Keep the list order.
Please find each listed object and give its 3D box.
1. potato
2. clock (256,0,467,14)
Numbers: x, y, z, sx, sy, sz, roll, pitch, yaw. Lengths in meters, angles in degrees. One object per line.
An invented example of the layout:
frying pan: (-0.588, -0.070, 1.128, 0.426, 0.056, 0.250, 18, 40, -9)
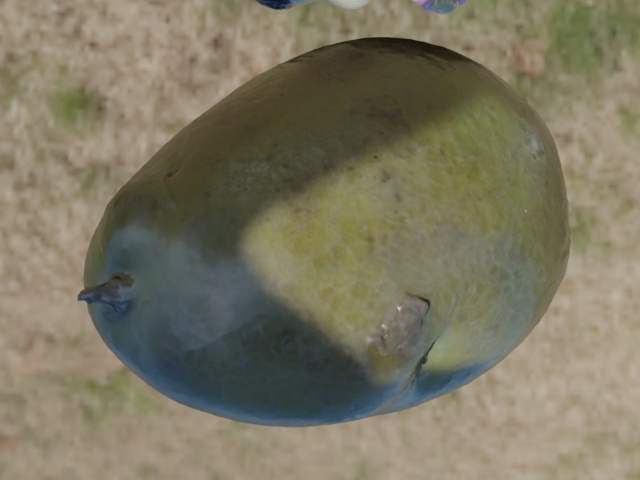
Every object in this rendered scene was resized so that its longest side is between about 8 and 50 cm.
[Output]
potato: (0.000, 0.000, 0.805, 0.251, 0.174, 0.159, -18, 142, -29)
clock: (0.042, -0.214, 1.006, 0.195, 0.100, 0.194, -9, 150, -3)
